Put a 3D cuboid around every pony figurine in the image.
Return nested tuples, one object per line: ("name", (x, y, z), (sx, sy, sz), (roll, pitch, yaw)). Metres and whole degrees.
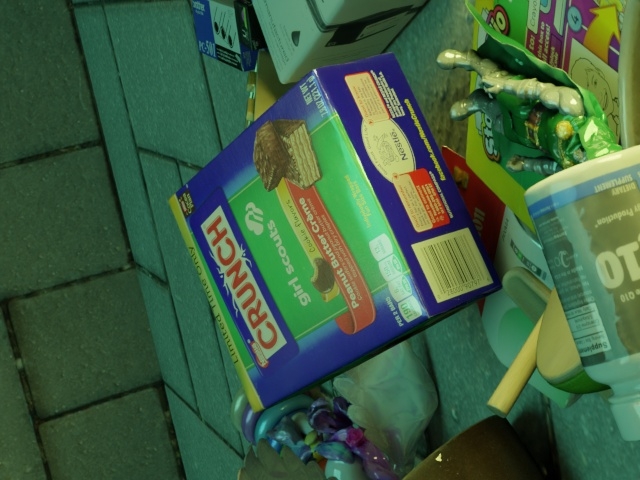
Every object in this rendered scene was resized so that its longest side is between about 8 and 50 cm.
("pony figurine", (0.056, 0.306, 1.644), (0.351, 0.303, 0.363), (44, 161, -12))

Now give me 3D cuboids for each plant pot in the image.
("plant pot", (0.194, 0.346, 1.360), (0.230, 0.215, 0.215), (49, 152, 23))

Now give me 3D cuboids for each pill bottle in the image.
("pill bottle", (0.161, 0.026, 0.632), (0.078, 0.078, 0.137), (144, 108, -69))

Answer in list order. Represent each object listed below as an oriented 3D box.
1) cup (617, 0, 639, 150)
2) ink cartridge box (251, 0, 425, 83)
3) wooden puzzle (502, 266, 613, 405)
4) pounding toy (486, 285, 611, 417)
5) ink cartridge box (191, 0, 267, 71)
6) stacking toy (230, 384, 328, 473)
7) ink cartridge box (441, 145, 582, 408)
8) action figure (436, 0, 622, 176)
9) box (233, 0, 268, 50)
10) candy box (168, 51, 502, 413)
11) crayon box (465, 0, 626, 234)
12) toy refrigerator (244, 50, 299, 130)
("cup", (0.333, -0.054, 0.572), (0.331, 0.237, 0.331), (164, 90, -71))
("ink cartridge box", (0.015, -0.334, 1.374), (0.307, 0.129, 0.223), (141, 112, -69))
("wooden puzzle", (0.269, 0.122, 1.022), (0.221, 0.044, 0.239), (45, 179, -25))
("pounding toy", (0.223, 0.041, 0.815), (0.110, 0.183, 0.237), (28, 158, -3))
("ink cartridge box", (-0.141, -0.326, 1.931), (0.207, 0.046, 0.097), (-144, 43, -61))
("stacking toy", (-0.012, 0.349, 2.023), (0.330, 0.141, 0.141), (45, 146, 43))
("ink cartridge box", (0.182, 0.035, 1.223), (0.225, 0.056, 0.181), (34, 143, 26))
("action figure", (0.161, -0.094, 0.948), (0.232, 0.064, 0.137), (45, 158, 62))
("box", (-0.068, -0.299, 1.695), (0.052, 0.083, 0.062), (-138, 37, -57))
("candy box", (0.000, 0.000, 1.306), (0.317, 0.122, 0.268), (-36, 75, 49))
("crayon box", (0.237, -0.140, 0.961), (0.313, 0.106, 0.362), (-126, 26, -46))
("toy refrigerator", (-0.054, -0.144, 1.590), (0.269, 0.094, 0.102), (-91, 13, -62))
